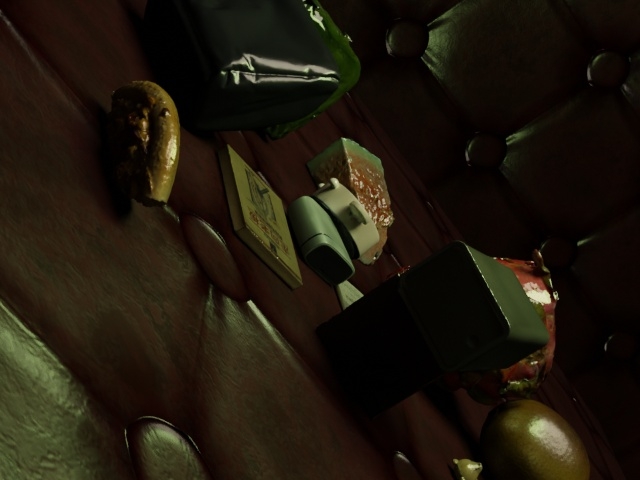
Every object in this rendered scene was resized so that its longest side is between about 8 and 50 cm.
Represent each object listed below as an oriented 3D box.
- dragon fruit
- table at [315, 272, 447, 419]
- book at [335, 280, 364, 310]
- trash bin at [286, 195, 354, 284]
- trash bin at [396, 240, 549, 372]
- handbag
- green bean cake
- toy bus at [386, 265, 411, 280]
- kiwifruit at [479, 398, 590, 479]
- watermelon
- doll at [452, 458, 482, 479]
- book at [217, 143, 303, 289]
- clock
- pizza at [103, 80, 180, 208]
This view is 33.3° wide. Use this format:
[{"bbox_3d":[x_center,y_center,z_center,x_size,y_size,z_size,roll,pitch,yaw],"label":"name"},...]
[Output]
[{"bbox_3d":[0.285,0.162,2.103,0.296,0.263,0.314,-158,-112,-69],"label":"dragon fruit"},{"bbox_3d":[0.131,0.155,1.719,0.169,0.172,0.193,58,17,8],"label":"table"},{"bbox_3d":[0.073,0.141,1.919,0.127,0.014,0.181,43,18,-39],"label":"book"},{"bbox_3d":[0.000,0.000,1.903,0.116,0.059,0.130,46,15,-43],"label":"trash bin"},{"bbox_3d":[0.243,0.111,1.623,0.240,0.122,0.164,18,42,-60],"label":"trash bin"},{"bbox_3d":[-0.134,-0.309,1.805,0.275,0.178,0.301,-1,47,-32],"label":"handbag"},{"bbox_3d":[-0.075,-0.349,2.059,0.250,0.247,0.156,48,14,-36],"label":"green bean cake"},{"bbox_3d":[0.222,0.167,2.277,0.235,0.074,0.096,52,20,-20],"label":"toy bus"},{"bbox_3d":[0.415,0.418,2.104,0.234,0.196,0.196,48,14,-3],"label":"kiwifruit"},{"bbox_3d":[0.083,-0.063,2.279,0.193,0.140,0.256,32,33,-42],"label":"watermelon"},{"bbox_3d":[0.261,0.422,1.897,0.061,0.051,0.093,-112,-169,-45],"label":"doll"},{"bbox_3d":[-0.098,-0.041,1.721,0.161,0.026,0.231,46,17,-37],"label":"book"},{"bbox_3d":[0.039,-0.039,2.032,0.155,0.063,0.229,52,-14,-7],"label":"clock"},{"bbox_3d":[-0.222,-0.127,1.321,0.058,0.127,0.246,21,40,-30],"label":"pizza"}]
